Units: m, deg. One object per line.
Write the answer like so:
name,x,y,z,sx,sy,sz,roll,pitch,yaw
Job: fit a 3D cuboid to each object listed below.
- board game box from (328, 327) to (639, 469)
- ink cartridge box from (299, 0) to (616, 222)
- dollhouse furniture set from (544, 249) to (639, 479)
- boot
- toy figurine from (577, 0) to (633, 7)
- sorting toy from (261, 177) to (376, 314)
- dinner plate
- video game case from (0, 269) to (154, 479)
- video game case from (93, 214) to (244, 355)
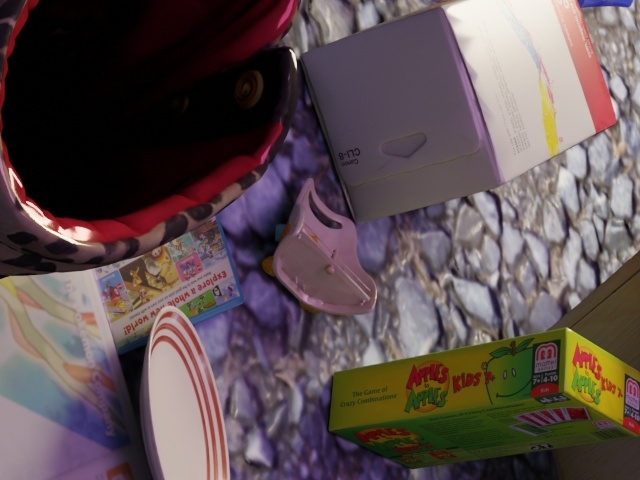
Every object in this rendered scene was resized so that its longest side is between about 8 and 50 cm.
board game box,0.105,0.104,1.099,0.092,0.181,0.043,30,56,-42
ink cartridge box,0.098,-0.103,1.200,0.176,0.128,0.127,-28,100,-52
dollhouse furniture set,0.385,0.082,1.236,0.394,0.256,0.362,-9,73,-17
boot,-0.125,-0.079,0.731,0.377,0.284,0.138,-47,115,-46
toy figurine,0.217,-0.276,1.441,0.362,0.191,0.217,-13,119,-59
sorting toy,0.000,0.000,1.121,0.083,0.045,0.075,46,39,-31
dinner plate,-0.079,0.107,0.974,0.141,0.017,0.141,-10,90,-78
video game case,-0.227,0.026,0.834,0.300,0.036,0.329,-19,93,-52
video game case,-0.109,-0.026,1.013,0.119,0.015,0.166,-22,96,-52
